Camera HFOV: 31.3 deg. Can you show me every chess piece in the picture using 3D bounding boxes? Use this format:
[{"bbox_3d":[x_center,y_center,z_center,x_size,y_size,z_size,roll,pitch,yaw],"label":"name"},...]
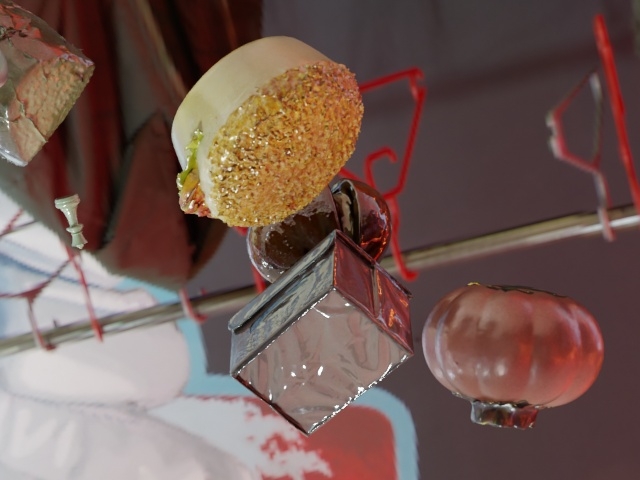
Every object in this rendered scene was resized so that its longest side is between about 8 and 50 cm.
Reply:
[{"bbox_3d":[-0.419,-0.030,1.944,0.042,0.093,0.042,-14,-168,3],"label":"chess piece"}]

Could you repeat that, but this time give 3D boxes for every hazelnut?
[{"bbox_3d":[0.000,0.000,1.961,0.252,0.217,0.217,-8,-174,-9],"label":"hazelnut"}]

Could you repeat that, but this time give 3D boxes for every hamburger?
[{"bbox_3d":[-0.068,-0.141,1.602,0.294,0.179,0.276,-47,155,17],"label":"hamburger"}]

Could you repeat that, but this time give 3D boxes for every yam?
[{"bbox_3d":[-0.451,-0.226,1.487,0.202,0.271,0.201,-58,-174,0],"label":"yam"}]

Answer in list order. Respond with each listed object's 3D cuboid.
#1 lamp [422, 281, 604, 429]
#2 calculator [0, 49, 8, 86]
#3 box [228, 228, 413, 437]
[{"bbox_3d":[0.320,0.194,1.916,0.305,0.239,0.305,6,179,0],"label":"lamp"},{"bbox_3d":[-0.303,-0.154,0.924,0.095,0.021,0.153,7,-154,-31],"label":"calculator"},{"bbox_3d":[-0.001,0.146,1.750,0.252,0.188,0.153,-39,-155,24],"label":"box"}]
